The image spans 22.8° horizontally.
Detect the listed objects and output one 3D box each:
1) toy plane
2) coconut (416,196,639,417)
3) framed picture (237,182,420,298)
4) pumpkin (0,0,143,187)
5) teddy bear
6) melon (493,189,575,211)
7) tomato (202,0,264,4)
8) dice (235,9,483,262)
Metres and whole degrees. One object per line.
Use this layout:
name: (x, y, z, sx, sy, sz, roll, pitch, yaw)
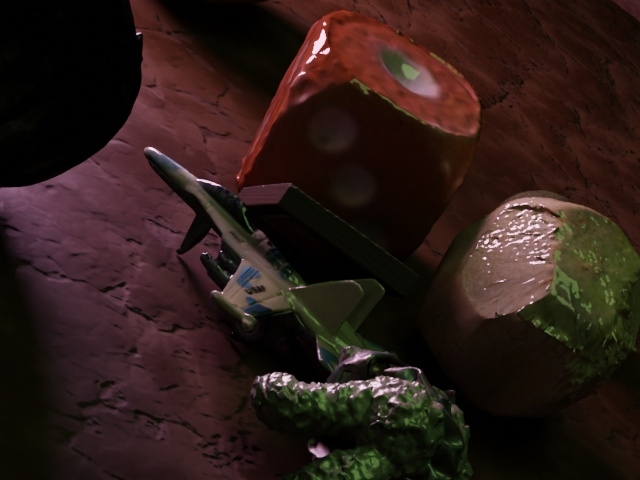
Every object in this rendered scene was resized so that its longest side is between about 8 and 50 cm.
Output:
toy plane: (-0.057, 0.020, 1.243, 0.262, 0.088, 0.192, 34, 17, 25)
coconut: (0.176, 0.061, 1.338, 0.194, 0.194, 0.194, 27, 26, -14)
framed picture: (0.000, 0.000, 1.286, 0.128, 0.023, 0.168, 35, -8, -13)
pumpkin: (-0.276, -0.153, 1.115, 0.296, 0.296, 0.296, 27, 26, -14)
teddy bear: (0.055, 0.131, 1.114, 0.213, 0.111, 0.133, 5, 63, -49)
melon: (0.218, -0.002, 1.584, 0.098, 0.098, 0.131, 47, 20, 25)
tomato: (-0.098, -0.366, 1.711, 0.270, 0.222, 0.270, 9, 13, -2)
dice: (0.031, -0.086, 1.421, 0.174, 0.179, 0.175, 30, 30, -10)
